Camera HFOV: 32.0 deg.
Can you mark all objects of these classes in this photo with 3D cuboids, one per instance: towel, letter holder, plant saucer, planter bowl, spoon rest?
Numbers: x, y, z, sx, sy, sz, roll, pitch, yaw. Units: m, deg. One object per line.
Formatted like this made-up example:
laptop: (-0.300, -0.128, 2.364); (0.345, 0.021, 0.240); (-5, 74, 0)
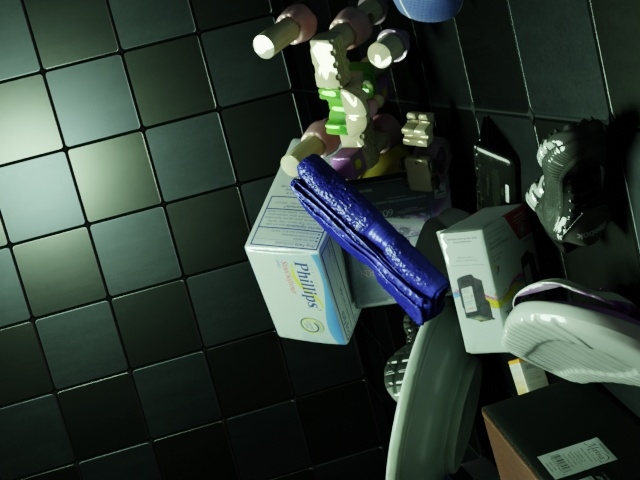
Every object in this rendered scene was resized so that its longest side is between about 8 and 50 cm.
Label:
towel: (0.075, 0.009, 1.791); (0.308, 0.076, 0.228); (45, 172, 14)
letter holder: (0.333, 0.330, 1.350); (0.302, 0.152, 0.214); (-126, 19, -71)
plant saucer: (0.219, 0.305, 2.011); (0.400, 0.100, 0.400); (12, -90, -73)
planter bowl: (0.148, -0.062, 2.037); (0.090, 0.217, 0.217); (21, 139, 32)
spoon rest: (0.202, 0.024, 1.894); (0.084, 0.137, 0.276); (54, 157, 18)

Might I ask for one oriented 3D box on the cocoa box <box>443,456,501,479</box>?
cocoa box: (0.281, 0.632, 2.125); (0.231, 0.228, 0.347); (-147, 42, -80)

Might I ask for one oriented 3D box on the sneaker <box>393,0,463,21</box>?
sneaker: (0.149, -0.363, 1.374); (0.315, 0.127, 0.182); (88, 167, -57)

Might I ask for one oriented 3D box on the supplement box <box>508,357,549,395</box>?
supplement box: (0.321, 0.223, 1.681); (0.062, 0.036, 0.098); (116, 138, -80)

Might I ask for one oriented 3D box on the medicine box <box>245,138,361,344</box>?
medicine box: (0.000, 0.000, 2.090); (0.263, 0.149, 0.289); (73, -149, -45)

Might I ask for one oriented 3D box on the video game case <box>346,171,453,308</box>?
video game case: (0.141, 0.000, 1.983); (0.026, 0.196, 0.274); (-94, -6, -54)

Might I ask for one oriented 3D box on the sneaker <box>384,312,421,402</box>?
sneaker: (0.204, 0.237, 2.207); (0.106, 0.101, 0.267); (64, -148, -27)

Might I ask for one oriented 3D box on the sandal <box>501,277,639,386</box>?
sandal: (0.295, 0.092, 1.284); (0.416, 0.169, 0.102); (123, 171, -82)

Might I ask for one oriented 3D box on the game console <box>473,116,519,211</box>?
game console: (0.257, -0.098, 1.590); (0.107, 0.071, 0.122); (28, 143, 38)

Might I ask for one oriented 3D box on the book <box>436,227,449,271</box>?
book: (0.240, 0.043, 1.677); (0.035, 0.096, 0.144); (152, 103, -83)

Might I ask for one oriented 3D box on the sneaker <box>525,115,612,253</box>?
sneaker: (0.283, -0.052, 1.220); (0.234, 0.078, 0.106); (82, 168, -70)

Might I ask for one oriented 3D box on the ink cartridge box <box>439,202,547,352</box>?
ink cartridge box: (0.241, 0.051, 1.525); (0.072, 0.127, 0.175); (-5, 105, 40)

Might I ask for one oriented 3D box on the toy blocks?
toy blocks: (0.096, -0.268, 1.888); (0.260, 0.309, 0.289); (-44, -49, -45)
